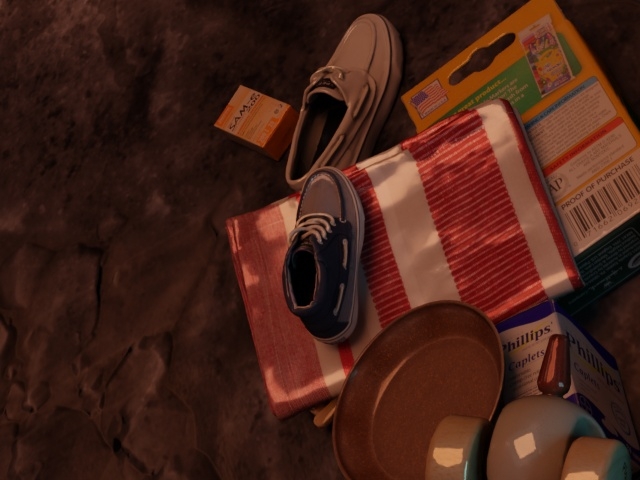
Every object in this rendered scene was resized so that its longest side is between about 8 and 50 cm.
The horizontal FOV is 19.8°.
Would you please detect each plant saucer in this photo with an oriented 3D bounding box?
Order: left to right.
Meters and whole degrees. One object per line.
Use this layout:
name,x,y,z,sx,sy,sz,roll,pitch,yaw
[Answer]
plant saucer,0.097,0.150,1.679,0.199,0.036,0.198,-27,44,30

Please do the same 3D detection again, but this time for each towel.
towel,0.073,0.014,1.810,0.329,0.037,0.237,-25,57,12

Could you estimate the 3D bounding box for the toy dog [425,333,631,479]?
toy dog,0.207,0.186,1.522,0.220,0.333,0.161,15,74,8

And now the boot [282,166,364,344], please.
boot,0.000,0.000,1.776,0.069,0.086,0.190,-13,62,17

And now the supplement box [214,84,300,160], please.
supplement box,-0.073,-0.141,2.191,0.098,0.036,0.062,25,80,45

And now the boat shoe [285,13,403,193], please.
boat shoe,0.025,-0.158,2.089,0.095,0.084,0.258,-6,60,36

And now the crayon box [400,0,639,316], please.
crayon box,0.230,-0.084,1.878,0.203,0.083,0.323,-36,47,15

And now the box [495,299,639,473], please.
box,0.227,0.146,1.695,0.072,0.126,0.137,-30,44,21

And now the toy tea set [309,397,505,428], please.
toy tea set,0.075,0.143,1.826,0.200,0.124,0.336,-48,44,3
